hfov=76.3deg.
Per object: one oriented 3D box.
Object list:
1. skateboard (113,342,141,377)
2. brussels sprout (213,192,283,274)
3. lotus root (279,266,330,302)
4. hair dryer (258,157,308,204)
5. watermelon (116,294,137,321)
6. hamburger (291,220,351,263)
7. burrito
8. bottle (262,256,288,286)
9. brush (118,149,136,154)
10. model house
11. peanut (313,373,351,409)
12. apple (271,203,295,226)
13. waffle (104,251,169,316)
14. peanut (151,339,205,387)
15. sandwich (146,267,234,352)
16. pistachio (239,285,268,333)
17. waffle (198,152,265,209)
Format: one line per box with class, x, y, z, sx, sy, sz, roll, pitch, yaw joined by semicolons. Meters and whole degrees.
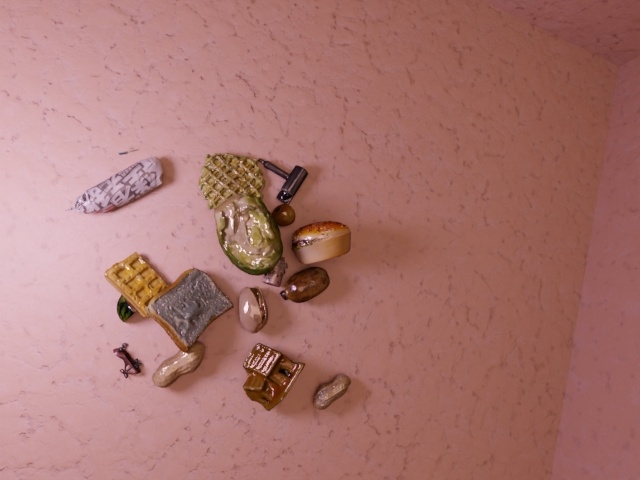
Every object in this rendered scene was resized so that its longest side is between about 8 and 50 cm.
skateboard;-0.847;0.529;1.773;0.080;0.067;0.151;-35;98;-5
brussels sprout;-0.324;-0.025;1.830;0.275;0.315;0.371;-28;107;-4
lotus root;-0.076;0.217;1.960;0.260;0.128;0.145;-23;77;-20
hair dryer;-0.214;-0.316;2.014;0.248;0.078;0.196;32;79;0
watermelon;-0.840;0.285;1.796;0.094;0.125;0.135;-1;64;-42
hamburger;0.000;0.000;1.917;0.300;0.300;0.176;-15;95;-15
burrito;-0.898;-0.222;1.807;0.445;0.101;0.139;-34;99;-17
bottle;-0.214;0.140;1.951;0.098;0.099;0.152;20;77;-12
brush;-0.884;-0.405;1.870;0.083;0.016;0.013;-16;102;-15
model house;-0.244;0.612;1.856;0.239;0.173;0.268;35;75;-10
peanut;0.054;0.727;1.966;0.214;0.090;0.099;-30;63;-16
apple;-0.178;-0.119;1.975;0.114;0.099;0.102;-34;120;8
waffle;-0.786;0.195;1.780;0.274;0.057;0.168;48;44;-6
peanut;-0.618;0.549;1.796;0.256;0.123;0.124;-40;95;-14
sandwich;-0.568;0.288;1.790;0.271;0.099;0.301;52;53;-11
pistachio;-0.315;0.321;1.890;0.143;0.144;0.215;-7;78;-15
waffle;-0.419;-0.276;1.947;0.316;0.073;0.298;0;85;-14
